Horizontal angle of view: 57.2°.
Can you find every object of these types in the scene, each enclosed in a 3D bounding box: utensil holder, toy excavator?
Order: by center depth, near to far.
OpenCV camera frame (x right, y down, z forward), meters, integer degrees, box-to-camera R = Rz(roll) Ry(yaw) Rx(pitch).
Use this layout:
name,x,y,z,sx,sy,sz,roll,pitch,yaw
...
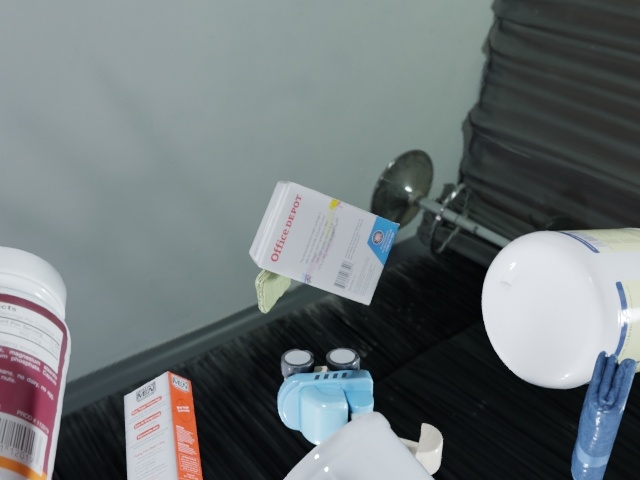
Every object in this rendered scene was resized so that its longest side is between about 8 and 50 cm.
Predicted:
name,x,y,z,sx,sy,sz,roll,pitch,yaw
utensil holder,0.132,0.620,1.236,0.327,0.385,0.327,-30,147,-22
toy excavator,0.096,0.524,1.728,0.433,0.445,0.222,-2,112,-7

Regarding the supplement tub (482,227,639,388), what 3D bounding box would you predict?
name,x,y,z,sx,sy,sz,roll,pitch,yaw
supplement tub,0.452,0.099,0.944,0.325,0.235,0.235,-2,117,-29

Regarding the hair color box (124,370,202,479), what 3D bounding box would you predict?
name,x,y,z,sx,sy,sz,roll,pitch,yaw
hair color box,-0.176,0.227,0.653,0.072,0.141,0.043,-31,140,15

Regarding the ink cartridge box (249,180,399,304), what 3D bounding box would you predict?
name,x,y,z,sx,sy,sz,roll,pitch,yaw
ink cartridge box,0.000,0.000,1.172,0.233,0.168,0.171,22,91,-15

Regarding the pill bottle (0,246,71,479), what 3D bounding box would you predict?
name,x,y,z,sx,sy,sz,roll,pitch,yaw
pill bottle,-0.463,0.202,0.787,0.224,0.392,0.224,-8,131,-9

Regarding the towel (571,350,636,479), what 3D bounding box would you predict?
name,x,y,z,sx,sy,sz,roll,pitch,yaw
towel,0.229,0.152,0.484,0.067,0.029,0.119,-47,142,-39

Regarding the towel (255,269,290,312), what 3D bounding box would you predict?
name,x,y,z,sx,sy,sz,roll,pitch,yaw
towel,-0.106,0.090,1.317,0.110,0.027,0.148,-49,156,-29
